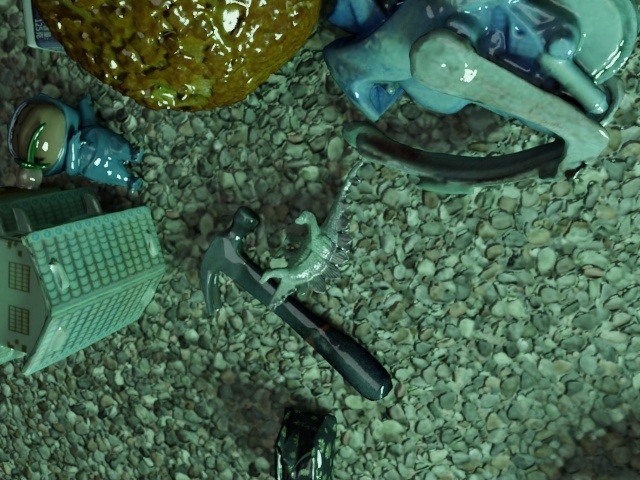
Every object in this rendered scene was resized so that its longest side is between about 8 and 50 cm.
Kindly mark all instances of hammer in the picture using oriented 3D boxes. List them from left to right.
[{"bbox_3d":[-0.030,0.100,0.816,0.290,0.037,0.137,41,109,7],"label":"hammer"}]

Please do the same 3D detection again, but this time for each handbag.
[{"bbox_3d":[-0.025,0.284,0.797,0.072,0.139,0.115,5,101,8],"label":"handbag"}]

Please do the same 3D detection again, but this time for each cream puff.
[{"bbox_3d":[-0.147,-0.273,0.591,0.303,0.212,0.303,3,98,19],"label":"cream puff"}]

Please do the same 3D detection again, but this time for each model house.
[{"bbox_3d":[-0.342,0.037,0.806,0.215,0.224,0.198,9,102,17],"label":"model house"}]

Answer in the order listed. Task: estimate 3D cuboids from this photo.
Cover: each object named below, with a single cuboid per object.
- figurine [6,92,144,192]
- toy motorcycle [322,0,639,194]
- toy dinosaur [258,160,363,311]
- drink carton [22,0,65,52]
[{"bbox_3d":[-0.314,-0.117,0.816,0.178,0.144,0.114,21,110,1],"label":"figurine"},{"bbox_3d":[0.125,-0.162,0.637,0.319,0.182,0.241,22,105,18],"label":"toy motorcycle"},{"bbox_3d":[0.000,-0.001,0.774,0.082,0.039,0.209,29,95,-9],"label":"toy dinosaur"},{"bbox_3d":[-0.231,-0.297,0.773,0.222,0.102,0.134,1,99,16],"label":"drink carton"}]
